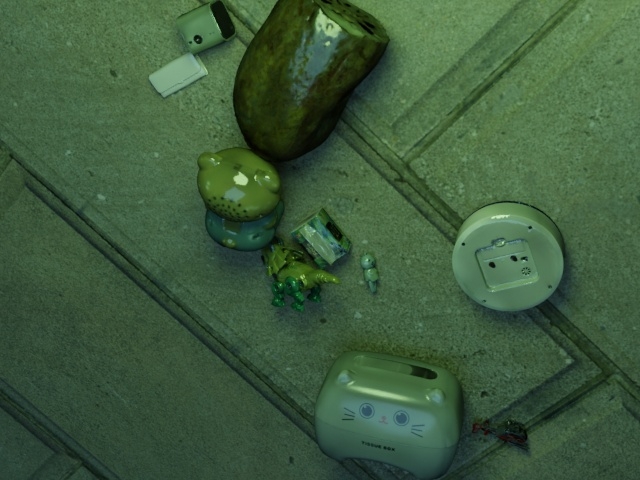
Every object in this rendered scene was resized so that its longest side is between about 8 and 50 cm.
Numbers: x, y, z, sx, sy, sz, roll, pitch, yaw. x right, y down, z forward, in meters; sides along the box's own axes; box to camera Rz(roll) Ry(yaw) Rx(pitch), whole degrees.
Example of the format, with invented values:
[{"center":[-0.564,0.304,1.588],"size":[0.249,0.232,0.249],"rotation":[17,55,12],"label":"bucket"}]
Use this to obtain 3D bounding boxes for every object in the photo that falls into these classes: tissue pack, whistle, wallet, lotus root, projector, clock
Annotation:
[{"center":[0.159,0.379,1.945],"size":[0.332,0.229,0.236],"rotation":[10,119,10],"label":"tissue pack"},{"center":[0.111,0.071,1.916],"size":[0.035,0.035,0.100],"rotation":[-5,116,18],"label":"whistle"},{"center":[-0.305,-0.355,1.826],"size":[0.122,0.025,0.061],"rotation":[-23,115,25],"label":"wallet"},{"center":[-0.001,0.000,1.886],"size":[0.085,0.079,0.111],"rotation":[-33,103,27],"label":"tissue pack"},{"center":[-0.038,-0.315,1.652],"size":[0.250,0.250,0.346],"rotation":[32,122,-1],"label":"lotus root"},{"center":[-0.230,-0.433,1.729],"size":[0.082,0.083,0.083],"rotation":[-17,110,23],"label":"projector"},{"center":[0.393,0.035,1.791],"size":[0.230,0.083,0.231],"rotation":[6,115,13],"label":"clock"}]

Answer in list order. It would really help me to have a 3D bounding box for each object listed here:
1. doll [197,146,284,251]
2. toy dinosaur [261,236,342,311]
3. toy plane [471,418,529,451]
[{"center":[-0.168,-0.090,1.789],"size":[0.177,0.162,0.261],"rotation":[21,152,6],"label":"doll"},{"center":[-0.042,0.087,1.905],"size":[0.259,0.094,0.153],"rotation":[21,129,42],"label":"toy dinosaur"},{"center":[0.431,0.454,2.018],"size":[0.145,0.037,0.060],"rotation":[15,130,4],"label":"toy plane"}]
